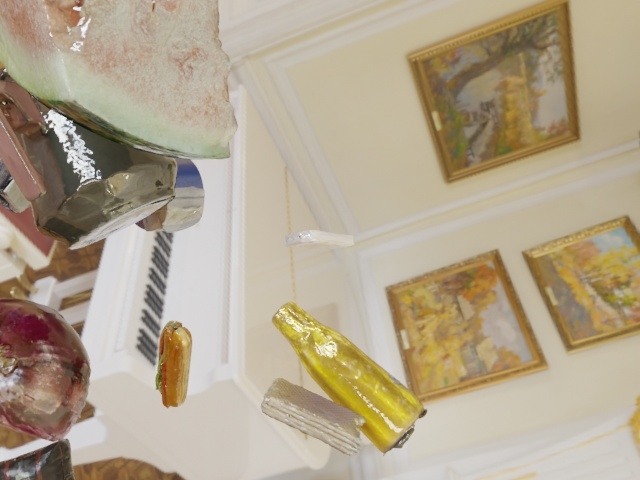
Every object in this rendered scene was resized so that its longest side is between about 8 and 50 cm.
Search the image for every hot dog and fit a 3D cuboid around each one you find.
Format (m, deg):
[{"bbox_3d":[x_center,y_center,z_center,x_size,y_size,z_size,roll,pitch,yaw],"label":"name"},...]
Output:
[{"bbox_3d":[-0.338,0.291,1.364,0.062,0.092,0.235,-14,122,-43],"label":"hot dog"}]

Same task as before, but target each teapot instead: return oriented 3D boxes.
[{"bbox_3d":[-0.500,-0.187,1.191,0.361,0.306,0.376,60,15,-3],"label":"teapot"}]

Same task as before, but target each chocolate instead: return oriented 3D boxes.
[{"bbox_3d":[0.057,0.322,1.494,0.445,0.162,0.162,43,6,11],"label":"chocolate"}]

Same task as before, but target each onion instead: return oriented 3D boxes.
[{"bbox_3d":[-0.632,0.258,1.250,0.281,0.337,0.260,88,20,-60],"label":"onion"}]

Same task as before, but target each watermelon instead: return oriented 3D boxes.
[{"bbox_3d":[-0.223,-0.215,0.638,0.193,0.231,0.310,-20,60,-45],"label":"watermelon"}]

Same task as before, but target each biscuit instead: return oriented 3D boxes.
[{"bbox_3d":[-0.015,0.394,1.339,0.108,0.239,0.061,-46,159,-75],"label":"biscuit"}]

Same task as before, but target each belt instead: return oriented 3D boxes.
[{"bbox_3d":[-0.888,-0.176,1.708,0.126,0.140,0.230,-57,174,-24],"label":"belt"},{"bbox_3d":[-0.449,-0.137,1.650,0.117,0.347,0.212,-7,105,-38],"label":"belt"}]

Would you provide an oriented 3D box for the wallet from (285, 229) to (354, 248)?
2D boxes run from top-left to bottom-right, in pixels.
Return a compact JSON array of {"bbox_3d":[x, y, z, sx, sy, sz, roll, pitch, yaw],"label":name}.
[{"bbox_3d":[0.000,0.000,1.416,0.190,0.095,0.033,7,74,-55],"label":"wallet"}]

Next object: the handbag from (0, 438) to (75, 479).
[{"bbox_3d":[-0.775,0.657,1.619,0.155,0.215,0.169,127,-56,-80],"label":"handbag"}]
